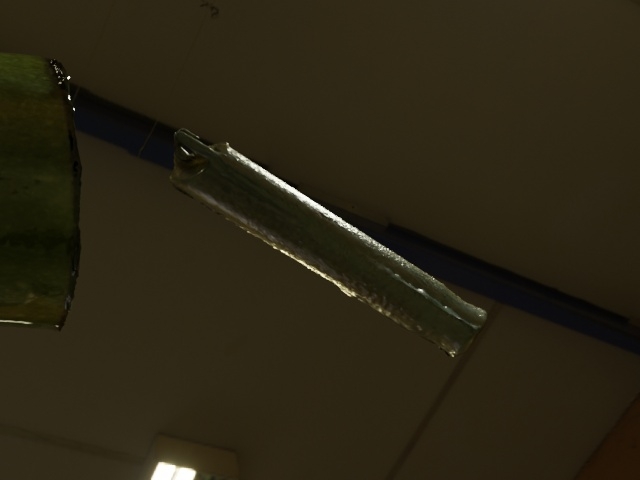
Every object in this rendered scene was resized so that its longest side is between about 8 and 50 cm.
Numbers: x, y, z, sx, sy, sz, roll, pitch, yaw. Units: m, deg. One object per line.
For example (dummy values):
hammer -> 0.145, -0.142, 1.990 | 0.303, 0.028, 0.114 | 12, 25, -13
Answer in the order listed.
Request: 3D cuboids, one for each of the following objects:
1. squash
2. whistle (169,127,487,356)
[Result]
squash -> -0.421, -0.043, 0.601 | 0.309, 0.310, 0.310 | -4, -64, -33
whistle -> 0.000, -0.001, 0.566 | 0.327, 0.057, 0.068 | 33, -31, 3
